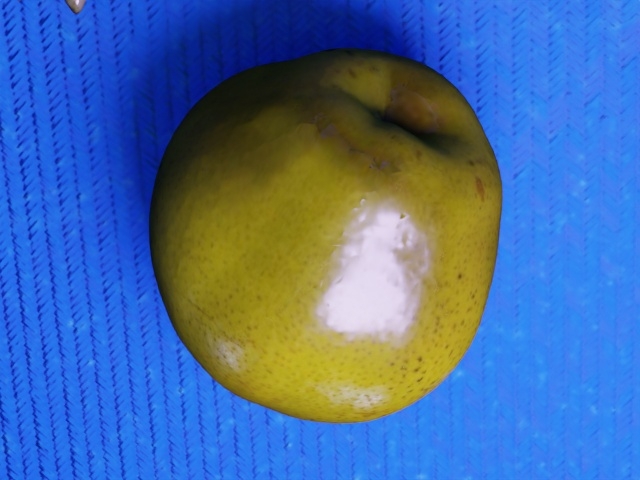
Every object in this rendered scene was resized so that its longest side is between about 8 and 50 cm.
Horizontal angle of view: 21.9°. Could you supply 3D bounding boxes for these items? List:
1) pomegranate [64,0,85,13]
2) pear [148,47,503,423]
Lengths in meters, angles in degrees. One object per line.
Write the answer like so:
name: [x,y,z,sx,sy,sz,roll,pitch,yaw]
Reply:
pomegranate: [-0.186,-0.282,1.229,0.181,0.181,0.224,8,131,-1]
pear: [0.000,0.000,1.270,0.294,0.294,0.294,0,110,1]
